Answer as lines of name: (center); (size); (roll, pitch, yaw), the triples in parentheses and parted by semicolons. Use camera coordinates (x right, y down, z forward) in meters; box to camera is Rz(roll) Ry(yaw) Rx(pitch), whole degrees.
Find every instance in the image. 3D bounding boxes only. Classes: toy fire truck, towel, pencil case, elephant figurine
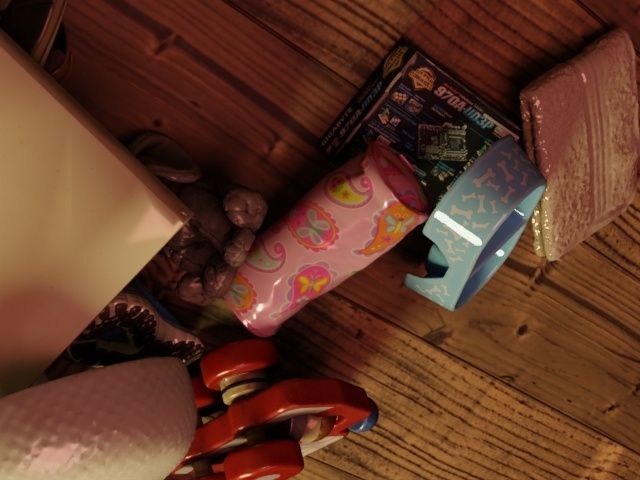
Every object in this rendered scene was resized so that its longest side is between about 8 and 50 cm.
toy fire truck: (-0.062, 0.244, 1.527); (0.253, 0.169, 0.302); (3, 152, -41)
towel: (0.348, -0.119, 1.536); (0.187, 0.049, 0.282); (-34, 130, -24)
pencil case: (0.000, 0.000, 1.426); (0.284, 0.124, 0.124); (-38, 129, 24)
elephant figurine: (-0.191, -0.044, 1.343); (0.239, 0.186, 0.169); (26, 74, -6)

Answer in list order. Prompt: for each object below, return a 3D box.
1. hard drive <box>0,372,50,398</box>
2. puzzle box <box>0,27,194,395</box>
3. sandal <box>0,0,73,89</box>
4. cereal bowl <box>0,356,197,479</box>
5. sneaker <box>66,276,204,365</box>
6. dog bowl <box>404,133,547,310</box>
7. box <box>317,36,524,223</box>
hard drive: (-0.420, 0.272, 1.453); (0.233, 0.047, 0.353); (-31, 139, -13)
puzzle box: (-0.364, -0.071, 1.169); (0.409, 0.052, 0.272); (45, 104, -4)
sandal: (-0.319, -0.180, 1.235); (0.086, 0.120, 0.303); (-18, 133, -54)
cereal bowl: (-0.287, 0.251, 1.276); (0.338, 0.141, 0.339); (-20, 168, -4)
sneaker: (-0.239, 0.086, 1.390); (0.129, 0.147, 0.330); (-29, 157, -5)
dog bowl: (0.198, -0.011, 1.467); (0.166, 0.074, 0.297); (-42, 163, -24)
box: (0.132, -0.128, 1.474); (0.220, 0.051, 0.175); (29, 107, -34)
